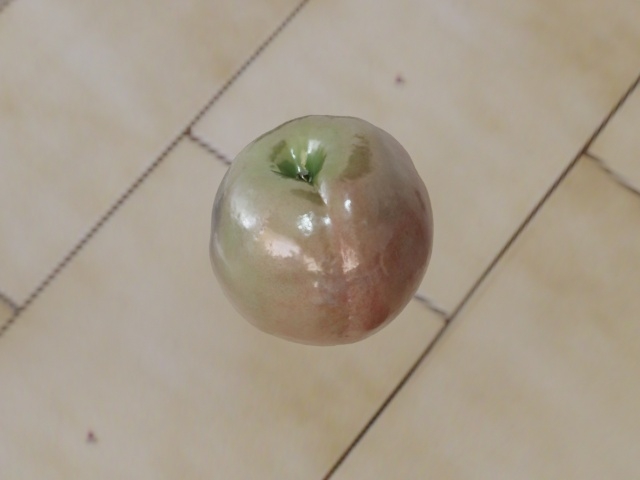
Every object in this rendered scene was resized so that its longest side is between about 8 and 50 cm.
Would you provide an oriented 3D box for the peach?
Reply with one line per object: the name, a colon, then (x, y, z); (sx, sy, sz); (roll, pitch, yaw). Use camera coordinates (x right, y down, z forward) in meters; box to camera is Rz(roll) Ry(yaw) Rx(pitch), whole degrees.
peach: (0.001, -0.002, 0.601); (0.083, 0.083, 0.083); (2, 65, -5)
